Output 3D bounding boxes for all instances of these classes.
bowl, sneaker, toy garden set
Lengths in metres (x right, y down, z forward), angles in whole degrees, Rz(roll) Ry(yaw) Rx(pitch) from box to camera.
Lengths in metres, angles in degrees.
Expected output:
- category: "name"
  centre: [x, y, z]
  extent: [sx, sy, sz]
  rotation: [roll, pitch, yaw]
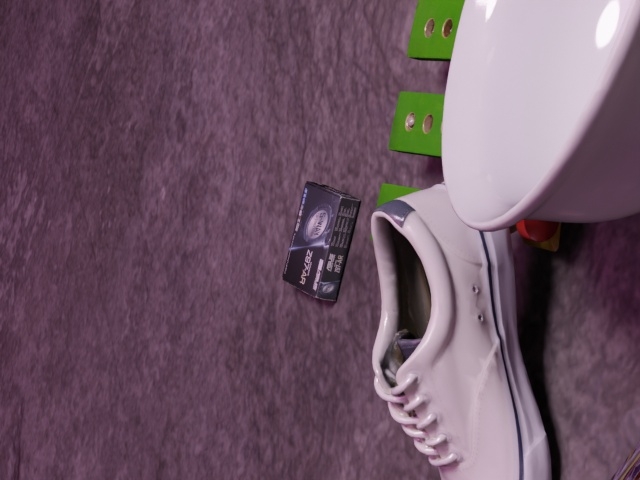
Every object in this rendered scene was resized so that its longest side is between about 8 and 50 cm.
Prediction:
- category: "bowl"
  centre: [0.185, -0.131, 1.077]
  extent: [0.298, 0.134, 0.298]
  rotation: [-163, 90, -77]
- category: "sneaker"
  centre: [0.078, 0.093, 1.233]
  extent: [0.094, 0.091, 0.258]
  rotation: [-13, 86, 61]
- category: "toy garden set"
  centre: [0.123, -0.105, 1.316]
  extent: [0.204, 0.049, 0.244]
  rotation: [13, 92, 64]

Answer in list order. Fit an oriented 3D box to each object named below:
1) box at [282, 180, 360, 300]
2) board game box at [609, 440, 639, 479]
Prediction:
- category: "box"
  centre: [0.000, 0.000, 1.537]
  extent: [0.067, 0.018, 0.083]
  rotation: [27, 105, 62]
- category: "board game box"
  centre: [0.119, 0.230, 1.072]
  extent: [0.347, 0.056, 0.208]
  rotation: [-59, -4, 33]
